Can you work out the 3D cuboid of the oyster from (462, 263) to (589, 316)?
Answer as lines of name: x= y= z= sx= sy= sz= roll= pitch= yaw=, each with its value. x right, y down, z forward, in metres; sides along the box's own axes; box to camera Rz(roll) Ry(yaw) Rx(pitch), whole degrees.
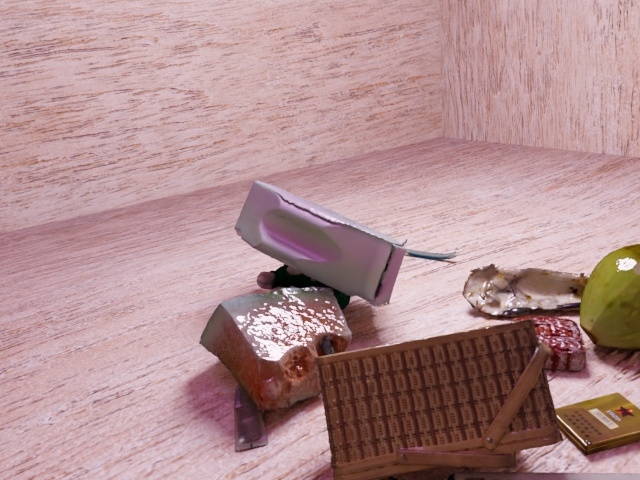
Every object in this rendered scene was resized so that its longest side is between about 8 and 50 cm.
oyster: x=0.508 y=0.126 z=1.183 sx=0.344 sy=0.079 sz=0.129 roll=1 pitch=54 yaw=10

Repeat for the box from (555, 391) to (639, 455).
box: x=0.452 y=0.291 z=0.810 sx=0.133 sy=0.023 sz=0.090 roll=-10 pitch=21 yaw=-11

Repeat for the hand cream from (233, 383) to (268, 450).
hand cream: x=-0.133 y=0.317 z=0.929 sx=0.057 sy=0.037 sz=0.165 roll=-10 pitch=27 yaw=-9

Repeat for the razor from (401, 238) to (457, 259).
razor: x=0.324 y=0.037 z=1.541 sx=0.191 sy=0.037 sz=0.068 roll=11 pitch=31 yaw=35

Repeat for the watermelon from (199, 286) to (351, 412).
watermelon: x=-0.076 y=0.188 z=1.037 sx=0.264 sy=0.151 sz=0.302 roll=-2 pitch=18 yaw=-35

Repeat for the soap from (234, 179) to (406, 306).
soap: x=0.000 y=0.000 z=1.236 sx=0.445 sy=0.156 sz=0.261 roll=26 pitch=7 yaw=30

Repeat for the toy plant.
toy plant: x=-0.043 y=0.117 z=1.322 sx=0.232 sy=0.113 sz=0.243 roll=1 pitch=15 yaw=-34

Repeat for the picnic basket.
picnic basket: x=0.160 y=0.230 z=0.735 sx=0.312 sy=0.176 sz=0.228 roll=-10 pitch=-13 yaw=0

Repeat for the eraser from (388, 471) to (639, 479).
eraser: x=0.284 y=0.346 z=0.602 sx=0.403 sy=0.097 sz=0.098 roll=-4 pitch=21 yaw=9

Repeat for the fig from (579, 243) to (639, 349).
fig: x=0.623 y=0.110 z=0.994 sx=0.229 sy=0.208 sz=0.207 roll=-5 pitch=19 yaw=1

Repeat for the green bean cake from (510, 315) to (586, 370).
green bean cake: x=0.450 y=0.201 z=1.012 sx=0.135 sy=0.057 sz=0.136 roll=1 pitch=21 yaw=18
